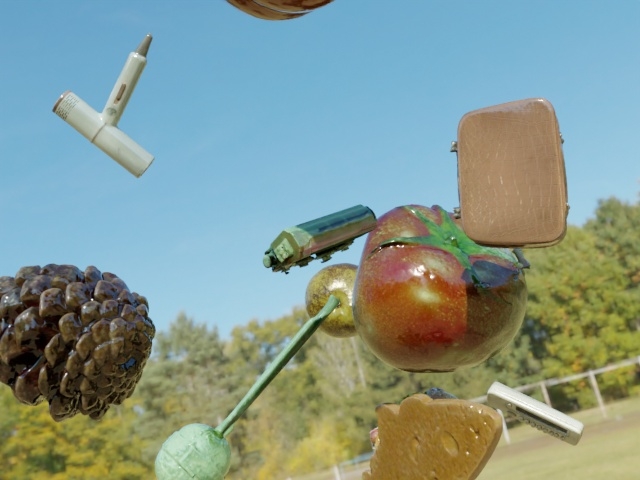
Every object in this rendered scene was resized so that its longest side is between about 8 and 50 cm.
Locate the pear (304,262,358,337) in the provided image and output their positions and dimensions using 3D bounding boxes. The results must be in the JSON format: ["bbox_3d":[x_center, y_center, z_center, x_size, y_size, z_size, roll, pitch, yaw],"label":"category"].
[{"bbox_3d":[0.056,0.156,2.093,0.197,0.197,0.197,-13,-15,-4],"label":"pear"}]

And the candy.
[{"bbox_3d":[-0.112,0.264,1.444,0.440,0.119,0.119,-47,-7,-17],"label":"candy"}]

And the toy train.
[{"bbox_3d":[0.000,0.000,0.925,0.148,0.038,0.071,-20,-14,-47],"label":"toy train"}]

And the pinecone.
[{"bbox_3d":[-0.296,0.108,0.958,0.205,0.179,0.184,20,-24,14],"label":"pinecone"}]

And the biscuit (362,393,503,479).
[{"bbox_3d":[0.131,0.256,0.997,0.035,0.162,0.250,-9,-23,-40],"label":"biscuit"}]

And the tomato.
[{"bbox_3d":[0.188,0.089,1.417,0.303,0.303,0.239,-4,-51,-32],"label":"tomato"}]

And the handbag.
[{"bbox_3d":[0.250,-0.083,1.106,0.151,0.193,0.072,-7,-6,18],"label":"handbag"}]

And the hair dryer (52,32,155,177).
[{"bbox_3d":[-0.263,-0.202,1.175,0.183,0.155,0.044,-48,12,12],"label":"hair dryer"}]

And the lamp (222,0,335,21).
[{"bbox_3d":[-0.044,-0.305,0.728,0.196,0.223,0.223,-18,-12,-29],"label":"lamp"}]

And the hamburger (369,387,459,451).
[{"bbox_3d":[0.207,0.397,1.703,0.210,0.173,0.116,-31,-54,-17],"label":"hamburger"}]

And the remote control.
[{"bbox_3d":[0.504,0.404,1.958,0.230,0.049,0.090,24,-30,23],"label":"remote control"}]
